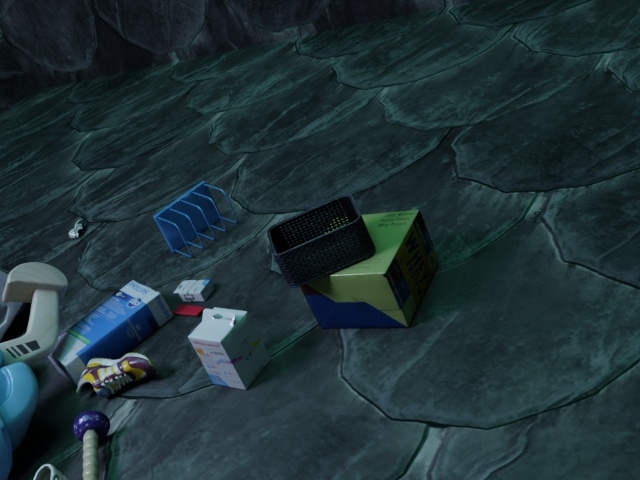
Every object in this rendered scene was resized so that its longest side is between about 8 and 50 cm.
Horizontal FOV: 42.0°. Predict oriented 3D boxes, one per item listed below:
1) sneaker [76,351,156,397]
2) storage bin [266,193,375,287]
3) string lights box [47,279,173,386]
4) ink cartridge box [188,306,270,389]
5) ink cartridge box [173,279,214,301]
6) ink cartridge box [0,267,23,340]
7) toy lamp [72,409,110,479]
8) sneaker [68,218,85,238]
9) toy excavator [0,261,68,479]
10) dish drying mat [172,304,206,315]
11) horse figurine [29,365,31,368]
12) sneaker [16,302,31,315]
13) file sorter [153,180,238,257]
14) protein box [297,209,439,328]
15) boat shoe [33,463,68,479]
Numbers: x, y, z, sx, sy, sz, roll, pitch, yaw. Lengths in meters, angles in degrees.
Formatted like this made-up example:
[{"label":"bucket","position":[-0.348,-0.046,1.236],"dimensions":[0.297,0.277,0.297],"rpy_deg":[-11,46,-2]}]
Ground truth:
[{"label":"sneaker","position":[-0.420,0.286,1.719],"dimensions":[0.186,0.069,0.083],"rpy_deg":[-13,39,31]},{"label":"storage bin","position":[0.000,0.000,1.581],"dimensions":[0.180,0.084,0.122],"rpy_deg":[-24,29,3]},{"label":"string lights box","position":[-0.476,0.205,1.872],"dimensions":[0.260,0.076,0.133],"rpy_deg":[-39,33,-26]},{"label":"ink cartridge box","position":[-0.178,0.199,1.596],"dimensions":[0.092,0.143,0.090],"rpy_deg":[1,37,38]},{"label":"ink cartridge box","position":[-0.294,0.117,1.936],"dimensions":[0.083,0.028,0.048],"rpy_deg":[-3,35,33]},{"label":"ink cartridge box","position":[-0.911,0.157,2.140],"dimensions":[0.306,0.131,0.226],"rpy_deg":[10,68,46]},{"label":"toy lamp","position":[-0.408,0.413,1.482],"dimensions":[0.080,0.080,0.274],"rpy_deg":[-25,26,-2]},{"label":"sneaker","position":[-0.721,-0.033,2.499],"dimensions":[0.037,0.031,0.083],"rpy_deg":[1,40,14]},{"label":"toy excavator","position":[-0.658,0.273,1.688],"dimensions":[0.445,0.222,0.433],"rpy_deg":[-17,61,-43]},{"label":"dish drying mat","position":[-0.298,0.159,1.891],"dimensions":[0.083,0.008,0.032],"rpy_deg":[0,36,38]},{"label":"horse figurine","position":[-0.698,0.335,1.831],"dimensions":[0.175,0.066,0.263],"rpy_deg":[-19,31,23]},{"label":"sneaker","position":[-0.826,0.154,2.213],"dimensions":[0.162,0.073,0.063],"rpy_deg":[1,37,38]},{"label":"file sorter","position":[-0.316,-0.052,2.144],"dimensions":[0.170,0.118,0.105],"rpy_deg":[-39,35,-26]},{"label":"protein box","position":[0.097,0.057,1.642],"dimensions":[0.200,0.135,0.201],"rpy_deg":[-5,35,32]},{"label":"boat shoe","position":[-0.484,0.491,1.382],"dimensions":[0.098,0.096,0.277],"rpy_deg":[-18,30,8]}]
